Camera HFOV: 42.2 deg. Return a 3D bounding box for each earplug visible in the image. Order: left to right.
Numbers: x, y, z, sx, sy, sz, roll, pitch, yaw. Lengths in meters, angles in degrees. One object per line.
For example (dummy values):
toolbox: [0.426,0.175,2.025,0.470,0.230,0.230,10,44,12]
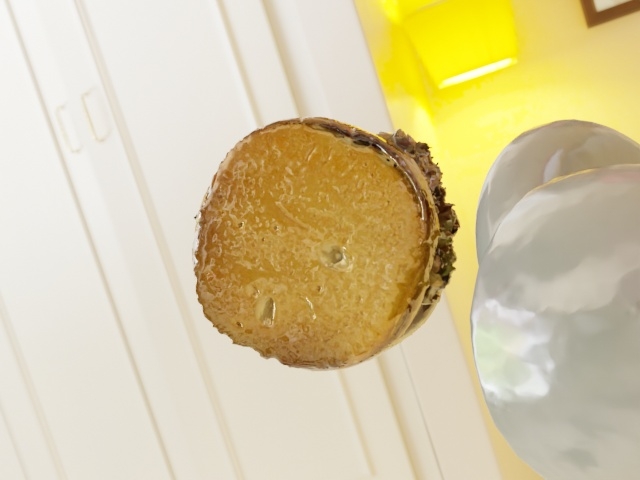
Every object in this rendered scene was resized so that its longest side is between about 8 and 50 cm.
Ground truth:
earplug: [0.191,0.026,0.498,0.175,0.214,0.325,-34,-175,22]

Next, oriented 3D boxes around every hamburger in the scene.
hamburger: [0.009,-0.003,0.600,0.191,0.182,0.118,-49,172,12]
